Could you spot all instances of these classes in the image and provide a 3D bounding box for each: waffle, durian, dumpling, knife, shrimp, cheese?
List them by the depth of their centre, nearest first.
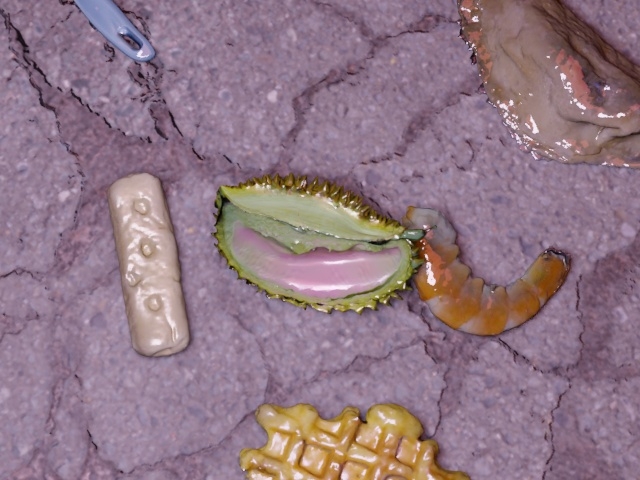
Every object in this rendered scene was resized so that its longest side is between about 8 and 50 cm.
[{"bbox_3d":[0.019,0.307,1.469,0.281,0.058,0.301,-2,74,-6],"label":"waffle"},{"bbox_3d":[0.001,-0.003,1.527,0.220,0.137,0.095,15,41,4],"label":"durian"},{"bbox_3d":[-0.175,0.023,1.532,0.065,0.043,0.194,-9,75,-12],"label":"cheese"},{"bbox_3d":[0.174,0.016,1.561,0.166,0.049,0.161,-23,81,-11],"label":"shrimp"},{"bbox_3d":[0.269,-0.171,1.599,0.332,0.086,0.166,35,73,9],"label":"dumpling"},{"bbox_3d":[-0.294,-0.297,1.617,0.044,0.019,0.313,-43,81,-11],"label":"knife"}]
